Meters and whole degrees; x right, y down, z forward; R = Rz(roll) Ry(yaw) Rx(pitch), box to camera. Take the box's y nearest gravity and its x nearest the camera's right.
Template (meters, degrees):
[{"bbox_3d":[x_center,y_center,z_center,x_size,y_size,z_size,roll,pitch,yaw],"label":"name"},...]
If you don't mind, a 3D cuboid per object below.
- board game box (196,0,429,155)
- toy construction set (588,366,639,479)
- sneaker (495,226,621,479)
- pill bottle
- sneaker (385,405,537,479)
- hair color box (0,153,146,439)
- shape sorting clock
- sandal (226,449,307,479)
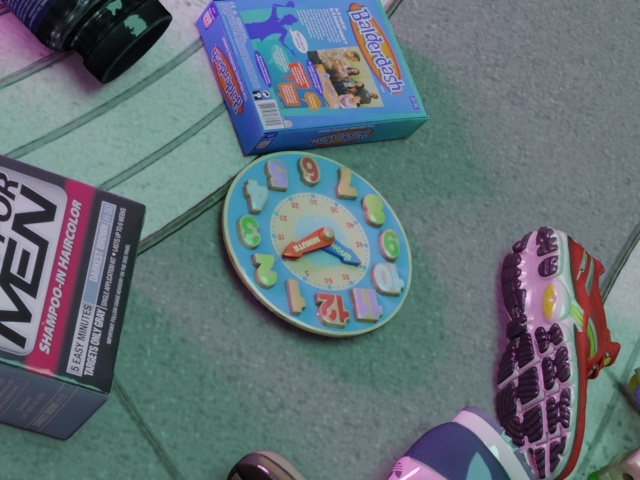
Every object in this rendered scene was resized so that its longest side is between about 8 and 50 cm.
[{"bbox_3d":[-0.007,-0.176,1.525,0.210,0.047,0.160,-8,69,-33],"label":"board game box"},{"bbox_3d":[0.408,0.282,1.467,0.327,0.151,0.215,39,50,8],"label":"toy construction set"},{"bbox_3d":[0.254,0.117,1.488,0.118,0.107,0.279,25,56,-28],"label":"sneaker"},{"bbox_3d":[-0.247,-0.257,1.380,0.219,0.123,0.123,47,51,-1],"label":"pill bottle"},{"bbox_3d":[0.173,0.317,1.341,0.131,0.112,0.319,-29,78,-21],"label":"sneaker"},{"bbox_3d":[-0.344,0.011,1.182,0.374,0.113,0.185,19,57,-20],"label":"hair color box"},{"bbox_3d":[0.000,0.000,1.437,0.206,0.040,0.206,14,58,-24],"label":"shape sorting clock"},{"bbox_3d":[0.037,0.298,1.254,0.303,0.120,0.086,55,38,7],"label":"sandal"}]
